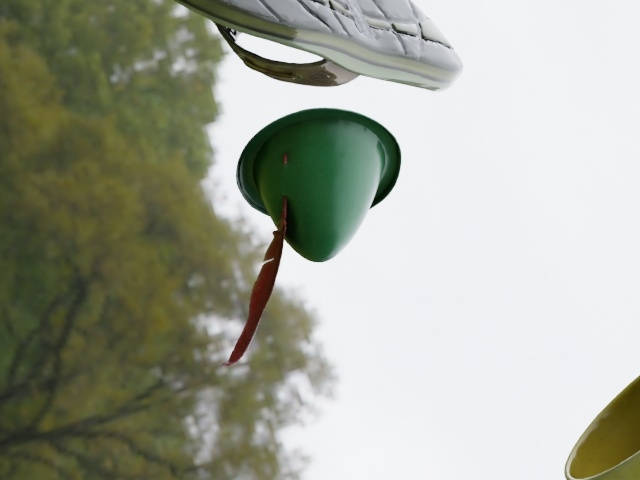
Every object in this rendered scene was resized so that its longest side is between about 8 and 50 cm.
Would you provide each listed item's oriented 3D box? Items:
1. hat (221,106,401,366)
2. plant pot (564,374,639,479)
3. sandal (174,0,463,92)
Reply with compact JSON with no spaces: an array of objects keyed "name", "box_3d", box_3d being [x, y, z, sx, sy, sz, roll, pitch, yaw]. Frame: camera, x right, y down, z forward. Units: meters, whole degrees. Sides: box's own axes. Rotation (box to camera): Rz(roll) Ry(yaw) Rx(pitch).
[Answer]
[{"name":"hat","box_3d":[0.000,0.000,1.722,0.208,0.173,0.183,109,-18,-49]},{"name":"plant pot","box_3d":[0.229,0.133,1.030,0.095,0.134,0.134,47,-15,-4]},{"name":"sandal","box_3d":[-0.016,-0.157,1.281,0.086,0.303,0.120,-44,-133,29]}]
